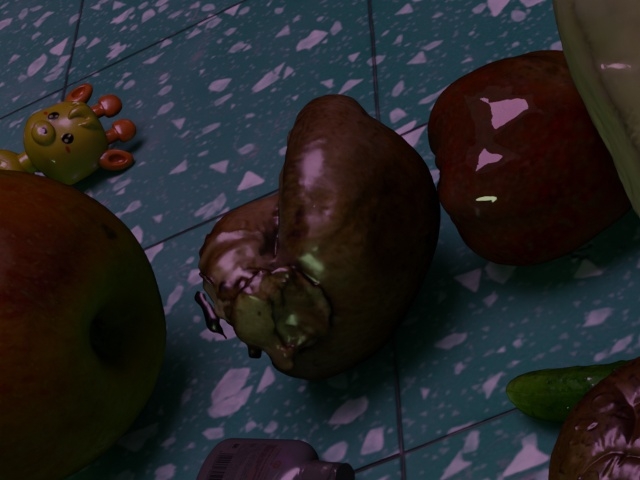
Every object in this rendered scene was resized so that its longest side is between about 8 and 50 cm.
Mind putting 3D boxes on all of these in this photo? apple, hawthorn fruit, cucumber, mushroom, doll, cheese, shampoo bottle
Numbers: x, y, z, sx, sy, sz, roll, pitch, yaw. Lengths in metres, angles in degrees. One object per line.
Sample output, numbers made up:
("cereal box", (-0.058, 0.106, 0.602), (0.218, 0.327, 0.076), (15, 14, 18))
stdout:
("apple", (-0.327, 0.098, 1.700), (0.340, 0.339, 0.339), (-23, 35, 17))
("hawthorn fruit", (0.229, -0.082, 1.573), (0.248, 0.208, 0.208), (-7, 40, 15))
("cucumber", (0.264, 0.125, 1.393), (0.250, 0.056, 0.056), (-11, 39, 35))
("mushroom", (0.006, 0.009, 1.598), (0.195, 0.263, 0.283), (31, 53, 17))
("mushroom", (0.275, 0.168, 1.244), (0.231, 0.138, 0.194), (-40, 31, 4))
("doll", (-0.349, -0.114, 2.189), (0.221, 0.135, 0.143), (-31, 65, -6))
("cheese", (0.380, -0.174, 1.428), (0.351, 0.328, 0.129), (-34, 3, 3))
("shampoo bottle", (-0.042, 0.220, 1.550), (0.165, 0.040, 0.080), (-4, 43, 38))
